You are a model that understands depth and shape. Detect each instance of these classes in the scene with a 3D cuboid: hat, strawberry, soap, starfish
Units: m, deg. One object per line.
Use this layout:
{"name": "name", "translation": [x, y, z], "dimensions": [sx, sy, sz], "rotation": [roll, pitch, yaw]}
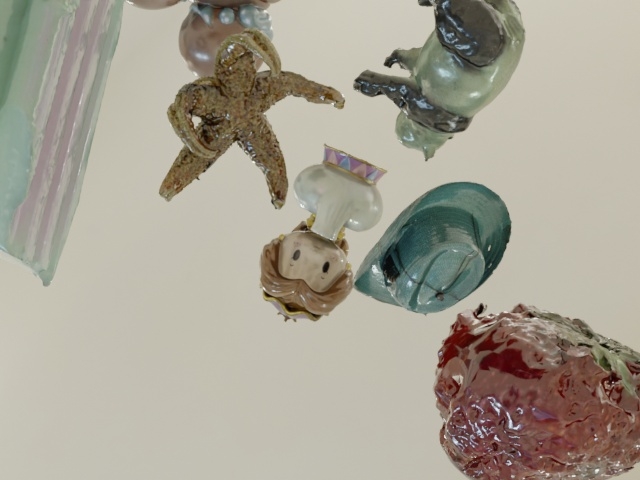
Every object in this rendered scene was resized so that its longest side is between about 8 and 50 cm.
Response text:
{"name": "hat", "translation": [0.121, 0.027, 1.172], "dimensions": [0.191, 0.138, 0.078], "rotation": [-50, -142, 31]}
{"name": "strawberry", "translation": [0.252, 0.194, 1.306], "dimensions": [0.274, 0.274, 0.220], "rotation": [34, -76, 40]}
{"name": "soap", "translation": [-0.184, -0.099, 0.664], "dimensions": [0.091, 0.145, 0.230], "rotation": [14, -99, 0]}
{"name": "starfish", "translation": [-0.076, -0.102, 1.077], "dimensions": [0.190, 0.146, 0.074], "rotation": [-48, -150, 1]}

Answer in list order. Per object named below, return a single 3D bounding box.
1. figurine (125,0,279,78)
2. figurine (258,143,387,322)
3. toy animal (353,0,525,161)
{"name": "figurine", "translation": [-0.154, -0.438, 1.638], "dimensions": [0.248, 0.276, 0.388], "rotation": [-36, -146, 18]}
{"name": "figurine", "translation": [0.000, 0.000, 1.619], "dimensions": [0.142, 0.189, 0.263], "rotation": [23, -85, 4]}
{"name": "toy animal", "translation": [0.115, -0.163, 1.074], "dimensions": [0.121, 0.094, 0.225], "rotation": [40, -41, 6]}
